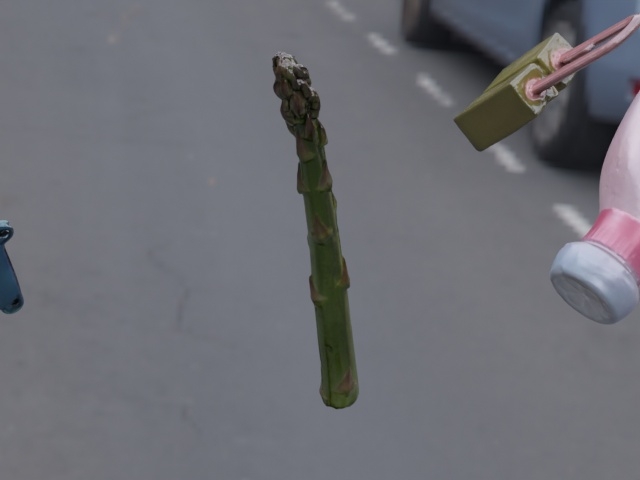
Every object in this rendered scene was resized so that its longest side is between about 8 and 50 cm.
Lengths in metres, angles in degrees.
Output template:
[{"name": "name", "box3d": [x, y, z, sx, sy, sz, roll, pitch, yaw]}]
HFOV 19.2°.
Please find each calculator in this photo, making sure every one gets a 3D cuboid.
[{"name": "calculator", "box3d": [-0.297, 0.022, 1.588, 0.094, 0.141, 0.019, -30, 46, -18]}]

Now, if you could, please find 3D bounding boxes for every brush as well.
[{"name": "brush", "box3d": [0.230, -0.167, 1.821, 0.103, 0.047, 0.233, -46, 8, -34]}]

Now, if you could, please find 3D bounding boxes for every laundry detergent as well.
[{"name": "laundry detergent", "box3d": [0.329, -0.068, 1.671, 0.159, 0.335, 0.088, 43, -17, -9]}]

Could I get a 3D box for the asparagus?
[{"name": "asparagus", "box3d": [0.000, 0.000, 0.958, 0.024, 0.248, 0.025, -10, 44, -2]}]
